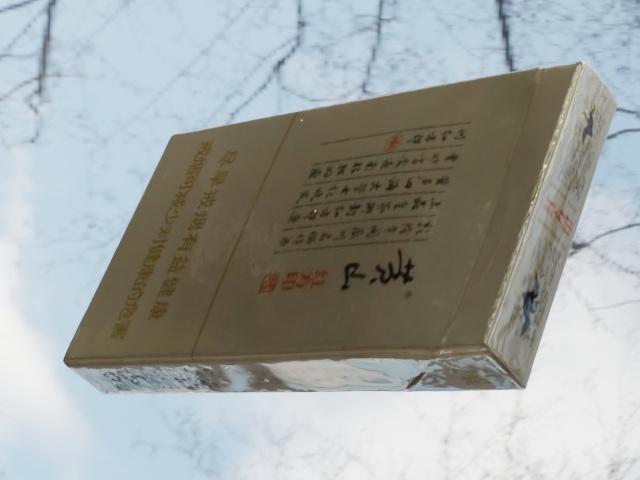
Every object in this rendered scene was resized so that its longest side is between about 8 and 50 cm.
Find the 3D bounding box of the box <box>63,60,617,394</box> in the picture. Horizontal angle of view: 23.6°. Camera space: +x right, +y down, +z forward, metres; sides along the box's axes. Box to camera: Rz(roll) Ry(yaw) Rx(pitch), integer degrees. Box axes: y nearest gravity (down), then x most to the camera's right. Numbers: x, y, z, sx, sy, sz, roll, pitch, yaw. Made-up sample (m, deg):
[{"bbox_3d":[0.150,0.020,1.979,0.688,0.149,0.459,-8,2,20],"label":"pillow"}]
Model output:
[{"bbox_3d":[0.001,0.000,0.982,0.365,0.051,0.204,-6,-129,43],"label":"box"}]
